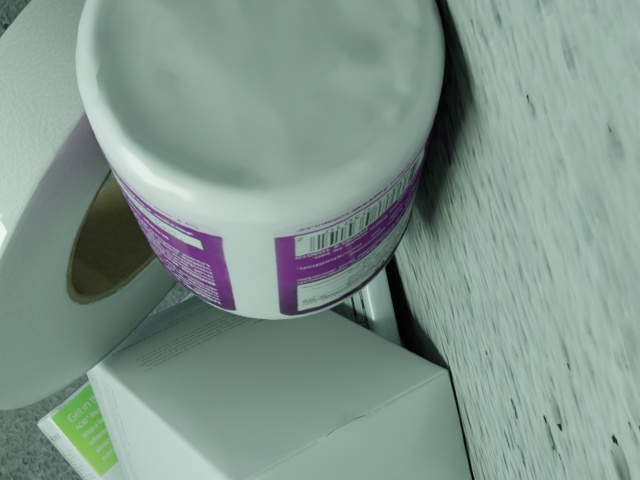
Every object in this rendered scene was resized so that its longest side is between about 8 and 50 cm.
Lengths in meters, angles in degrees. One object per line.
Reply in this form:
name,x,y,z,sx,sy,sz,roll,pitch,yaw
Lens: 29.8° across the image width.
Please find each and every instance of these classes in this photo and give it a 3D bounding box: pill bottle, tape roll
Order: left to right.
tape roll,-0.132,-0.058,0.838,0.072,0.392,0.392,34,167,9
pill bottle,-0.027,-0.050,0.669,0.301,0.169,0.169,92,161,-74

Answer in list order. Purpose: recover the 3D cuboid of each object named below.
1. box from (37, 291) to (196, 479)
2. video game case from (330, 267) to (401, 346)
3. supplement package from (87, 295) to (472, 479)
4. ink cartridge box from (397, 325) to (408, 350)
box,-0.075,0.216,1.133,0.322,0.232,0.058,52,149,-5
video game case,0.000,0.000,0.998,0.183,0.023,0.201,-11,91,66
supplement package,-0.036,0.165,0.931,0.293,0.177,0.175,24,133,57
ink cartridge box,0.058,0.143,1.060,0.225,0.056,0.181,-109,5,-51
